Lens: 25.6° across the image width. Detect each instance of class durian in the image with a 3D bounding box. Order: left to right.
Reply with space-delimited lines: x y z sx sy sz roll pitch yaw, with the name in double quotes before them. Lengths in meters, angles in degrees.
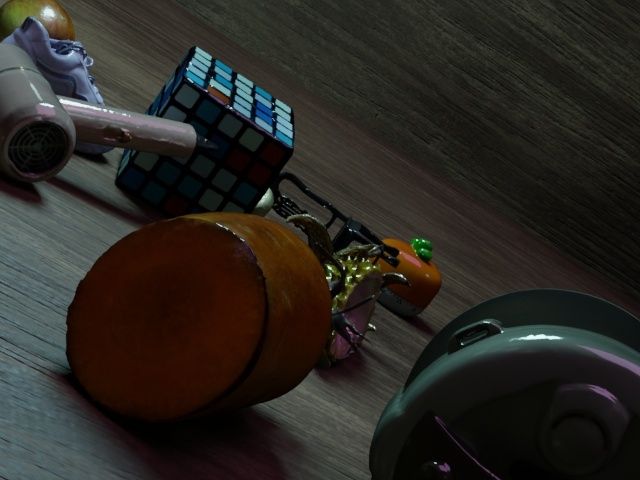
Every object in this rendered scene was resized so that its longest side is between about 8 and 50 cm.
"durian" 0.020 0.091 1.836 0.182 0.165 0.132 -14 79 -45

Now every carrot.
"carrot" -0.087 0.065 1.389 0.193 0.214 0.331 41 10 18

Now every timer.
"timer" 0.135 0.048 2.270 0.136 0.136 0.099 33 7 -13

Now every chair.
"chair" 0.000 0.000 2.119 0.229 0.106 0.113 34 10 0

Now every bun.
"bun" -0.116 -0.059 2.135 0.086 0.054 0.086 14 37 -11

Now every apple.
"apple" -0.421 -0.301 2.053 0.102 0.126 0.126 61 20 18

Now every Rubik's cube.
"Rubik's cube" -0.157 -0.132 1.967 0.187 0.182 0.184 33 18 -12

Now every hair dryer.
"hair dryer" -0.266 -0.140 1.752 0.344 0.106 0.189 7 27 -35

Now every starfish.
"starfish" 0.005 0.049 1.951 0.238 0.213 0.057 1 41 18

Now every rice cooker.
"rice cooker" 0.215 0.223 1.332 0.335 0.335 0.325 36 11 2

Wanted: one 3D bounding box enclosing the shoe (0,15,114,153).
"shoe" -0.342 -0.205 1.880 0.245 0.137 0.095 22 22 -48
